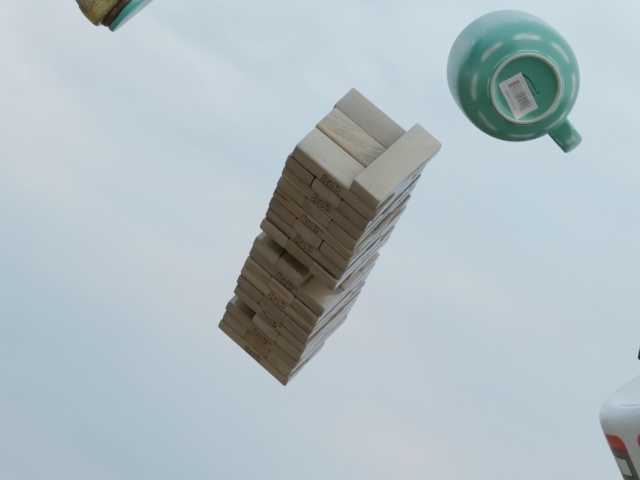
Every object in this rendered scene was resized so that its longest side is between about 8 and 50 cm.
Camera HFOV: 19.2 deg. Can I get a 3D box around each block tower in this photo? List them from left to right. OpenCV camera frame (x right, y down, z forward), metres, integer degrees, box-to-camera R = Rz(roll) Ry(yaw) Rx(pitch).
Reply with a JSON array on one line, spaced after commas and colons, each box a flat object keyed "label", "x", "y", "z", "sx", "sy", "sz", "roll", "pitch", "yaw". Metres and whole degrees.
[{"label": "block tower", "x": 0.000, "y": 0.000, "z": 1.681, "sx": 0.097, "sy": 0.091, "sz": 0.335, "roll": 40, "pitch": -33, "yaw": 8}]

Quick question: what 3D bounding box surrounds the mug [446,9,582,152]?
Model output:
[{"label": "mug", "x": 0.214, "y": -0.163, "z": 1.954, "sx": 0.158, "sy": 0.129, "sz": 0.097, "roll": 14, "pitch": 15, "yaw": -10}]

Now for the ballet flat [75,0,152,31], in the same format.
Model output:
[{"label": "ballet flat", "x": -0.130, "y": -0.341, "z": 1.950, "sx": 0.123, "sy": 0.348, "sz": 0.123, "roll": 32, "pitch": -36, "yaw": 28}]

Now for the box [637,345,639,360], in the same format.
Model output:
[{"label": "box", "x": 0.443, "y": 0.064, "z": 1.850, "sx": 0.183, "sy": 0.231, "sz": 0.056, "roll": 28, "pitch": -30, "yaw": 20}]

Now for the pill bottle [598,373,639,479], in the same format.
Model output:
[{"label": "pill bottle", "x": 0.471, "y": 0.312, "z": 2.115, "sx": 0.363, "sy": 0.210, "sz": 0.210, "roll": 66, "pitch": -22, "yaw": -6}]
